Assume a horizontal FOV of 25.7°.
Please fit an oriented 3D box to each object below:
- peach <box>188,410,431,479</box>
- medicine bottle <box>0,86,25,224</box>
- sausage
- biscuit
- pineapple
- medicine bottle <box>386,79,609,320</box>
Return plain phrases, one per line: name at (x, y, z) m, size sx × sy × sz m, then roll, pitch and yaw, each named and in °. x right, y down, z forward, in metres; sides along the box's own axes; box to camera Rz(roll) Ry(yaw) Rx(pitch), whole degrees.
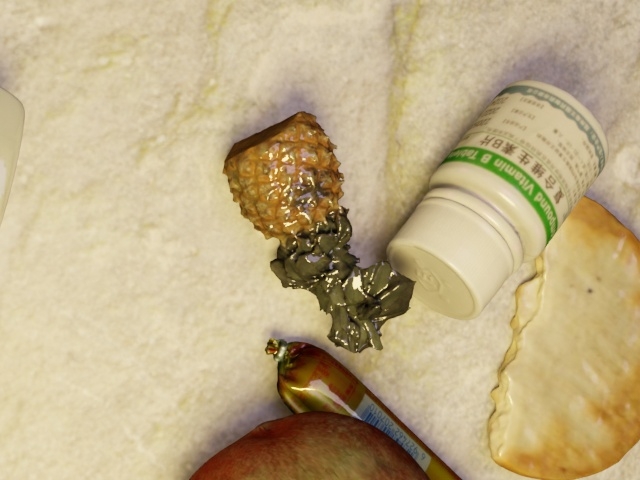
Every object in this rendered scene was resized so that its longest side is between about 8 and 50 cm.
peach at (-0.008, 0.271, 1.235) m, size 0.252 × 0.252 × 0.252 m, roll 4°, pitch 81°, yaw -27°
medicine bottle at (-0.402, -0.086, 1.148) m, size 0.296 × 0.111 × 0.161 m, roll 17°, pitch 75°, yaw -23°
sausage at (0.079, 0.222, 1.371) m, size 0.371 × 0.082 × 0.082 m, roll 44°, pitch 66°, yaw -15°
biscuit at (0.289, 0.118, 1.513) m, size 0.204 × 0.040 × 0.309 m, roll 23°, pitch 74°, yaw -22°
pineapple at (0.000, 0.000, 1.339) m, size 0.111 × 0.119 × 0.237 m, roll -30°, pitch 98°, yaw -14°
medicine bottle at (0.178, -0.042, 1.426) m, size 0.139 × 0.139 × 0.237 m, roll 48°, pitch 66°, yaw -14°
